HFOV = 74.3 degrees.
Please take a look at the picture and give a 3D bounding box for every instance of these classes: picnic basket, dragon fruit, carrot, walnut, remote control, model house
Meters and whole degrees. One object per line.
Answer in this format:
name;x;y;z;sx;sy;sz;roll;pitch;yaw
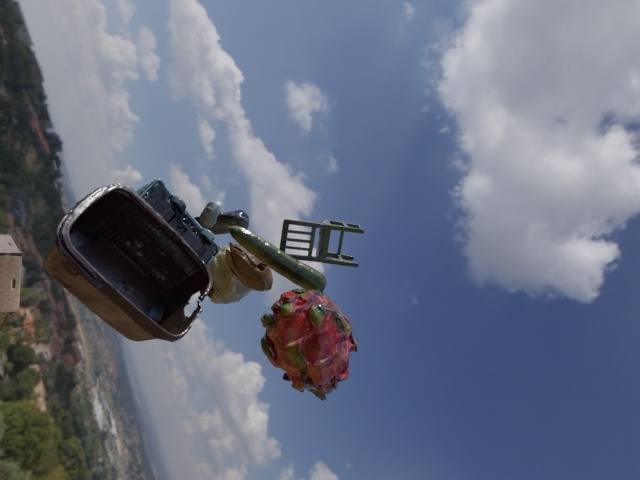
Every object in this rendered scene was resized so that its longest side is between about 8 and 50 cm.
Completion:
picnic basket;-0.366;0.055;0.807;0.129;0.223;0.297;-25;-63;27
dragon fruit;-0.028;0.275;1.135;0.237;0.231;0.303;-2;-58;60
carrot;-0.128;0.058;1.280;0.358;0.074;0.074;35;-17;-23
walnut;-0.279;0.102;1.660;0.245;0.137;0.137;45;-33;7
remote control;-0.366;-0.060;1.424;0.090;0.265;0.066;71;18;-47
model house;-0.955;0.094;1.226;0.244;0.169;0.326;-45;-123;33

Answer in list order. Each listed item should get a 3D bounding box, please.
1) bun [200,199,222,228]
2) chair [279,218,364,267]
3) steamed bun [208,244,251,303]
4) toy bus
bun;-0.295;-0.072;1.135;0.083;0.045;0.083;-53;-159;31
chair;0.000;0.000;1.438;0.147;0.270;0.137;-110;-152;-80
steamed bun;-0.440;0.160;1.860;0.289;0.203;0.276;29;-31;32
toy bus;-0.427;-0.028;1.167;0.164;0.133;0.271;2;-42;41
